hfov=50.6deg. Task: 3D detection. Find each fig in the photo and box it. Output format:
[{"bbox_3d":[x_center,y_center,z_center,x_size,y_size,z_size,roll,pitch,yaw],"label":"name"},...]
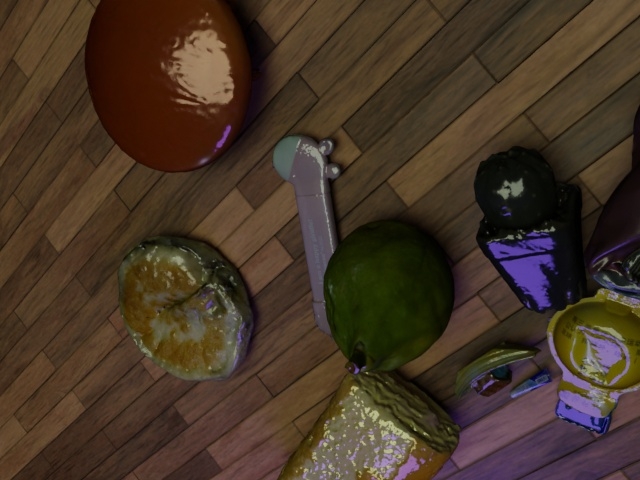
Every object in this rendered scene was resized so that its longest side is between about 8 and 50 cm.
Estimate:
[{"bbox_3d":[0.081,0.113,1.102,0.233,0.314,0.233,28,142,24],"label":"fig"}]

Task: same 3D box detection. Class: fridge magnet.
[{"bbox_3d":[-0.277,-0.304,1.230,0.364,0.155,0.363,8,108,24],"label":"fridge magnet"}]

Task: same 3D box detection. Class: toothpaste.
[{"bbox_3d":[0.356,0.245,1.147,0.083,0.015,0.024,-45,58,38],"label":"toothpaste"}]

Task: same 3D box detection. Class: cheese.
[{"bbox_3d":[0.438,0.195,1.069,0.177,0.069,0.270,19,122,26],"label":"cheese"}]

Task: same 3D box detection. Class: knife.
[{"bbox_3d":[0.000,0.000,1.249,0.132,0.038,0.398,-2,105,29],"label":"knife"}]

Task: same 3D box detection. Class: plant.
[{"bbox_3d":[0.321,-0.019,1.018,0.142,0.164,0.256,-15,113,33],"label":"plant"}]

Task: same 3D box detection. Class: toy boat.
[{"bbox_3d":[0.296,0.220,1.149,0.172,0.065,0.066,-44,70,34],"label":"toy boat"}]

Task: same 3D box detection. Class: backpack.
[{"bbox_3d":[0.538,-0.031,0.877,0.317,0.197,0.283,18,113,10],"label":"backpack"}]

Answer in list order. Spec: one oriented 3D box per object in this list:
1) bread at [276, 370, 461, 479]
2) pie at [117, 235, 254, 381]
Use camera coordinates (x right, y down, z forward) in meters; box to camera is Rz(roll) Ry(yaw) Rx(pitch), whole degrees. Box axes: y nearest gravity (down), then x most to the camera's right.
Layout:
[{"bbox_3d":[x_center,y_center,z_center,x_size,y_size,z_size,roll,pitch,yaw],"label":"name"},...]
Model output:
[{"bbox_3d":[0.075,0.420,1.260,0.237,0.165,0.375,34,115,11],"label":"bread"},{"bbox_3d":[-0.286,0.145,1.413,0.339,0.077,0.338,8,110,21],"label":"pie"}]
